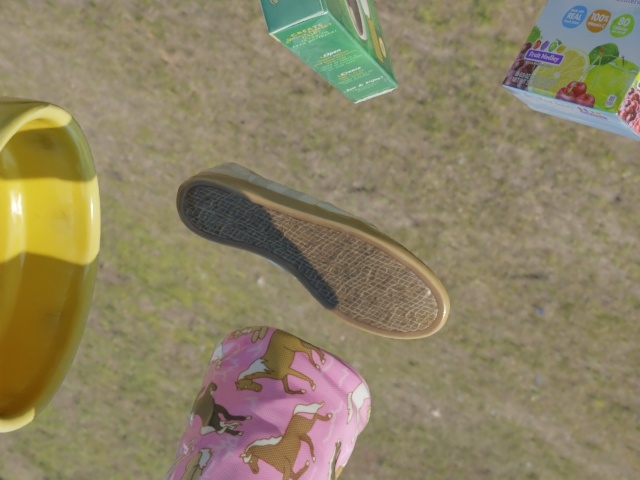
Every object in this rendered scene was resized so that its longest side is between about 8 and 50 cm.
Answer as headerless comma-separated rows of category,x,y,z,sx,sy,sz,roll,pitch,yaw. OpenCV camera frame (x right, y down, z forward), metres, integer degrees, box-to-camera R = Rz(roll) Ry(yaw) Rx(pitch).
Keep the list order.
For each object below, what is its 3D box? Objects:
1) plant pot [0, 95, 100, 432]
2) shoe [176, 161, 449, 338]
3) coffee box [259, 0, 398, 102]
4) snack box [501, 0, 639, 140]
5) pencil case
plant pot,-0.328,0.007,0.826,0.239,0.254,0.254,6,160,9
shoe,0.000,0.000,0.790,0.219,0.076,0.058,28,-152,10
coffee box,0.000,-0.166,0.705,0.040,0.113,0.184,-18,171,15
snack box,0.312,-0.223,1.117,0.070,0.207,0.174,31,178,-37
pencil case,-0.078,0.254,0.854,0.160,0.386,0.167,34,144,-16
